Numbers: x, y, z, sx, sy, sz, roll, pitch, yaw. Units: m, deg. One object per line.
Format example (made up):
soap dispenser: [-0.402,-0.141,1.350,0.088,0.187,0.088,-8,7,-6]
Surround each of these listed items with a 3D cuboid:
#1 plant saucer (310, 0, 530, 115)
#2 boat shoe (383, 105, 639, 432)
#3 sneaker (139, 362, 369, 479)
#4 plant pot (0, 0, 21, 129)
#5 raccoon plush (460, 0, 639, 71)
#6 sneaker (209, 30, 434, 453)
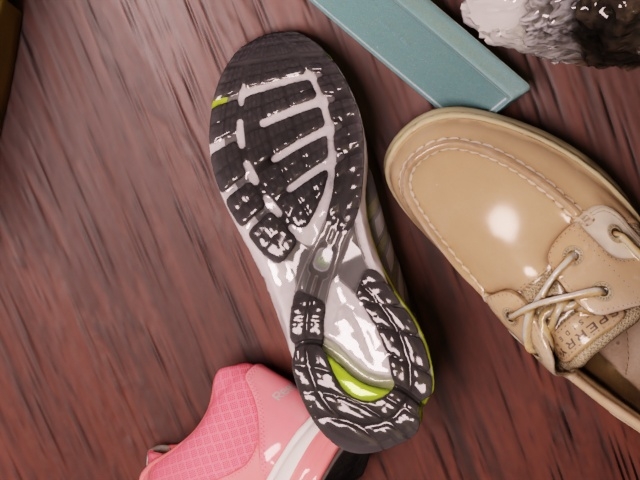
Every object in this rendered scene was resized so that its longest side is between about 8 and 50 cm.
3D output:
plant saucer: [0.054,-0.147,1.025,0.192,0.018,0.067,38,142,-11]
boat shoe: [0.187,0.035,1.034,0.341,0.110,0.121,36,118,-11]
sneaker: [-0.090,0.223,1.116,0.136,0.116,0.314,40,110,19]
plant pot: [-0.308,-0.106,0.968,0.212,0.212,0.187,26,91,-7]
raccoon plush: [0.334,-0.058,1.028,0.446,0.216,0.299,12,124,28]
sneaker: [0.000,0.000,1.041,0.111,0.121,0.300,-15,86,4]
